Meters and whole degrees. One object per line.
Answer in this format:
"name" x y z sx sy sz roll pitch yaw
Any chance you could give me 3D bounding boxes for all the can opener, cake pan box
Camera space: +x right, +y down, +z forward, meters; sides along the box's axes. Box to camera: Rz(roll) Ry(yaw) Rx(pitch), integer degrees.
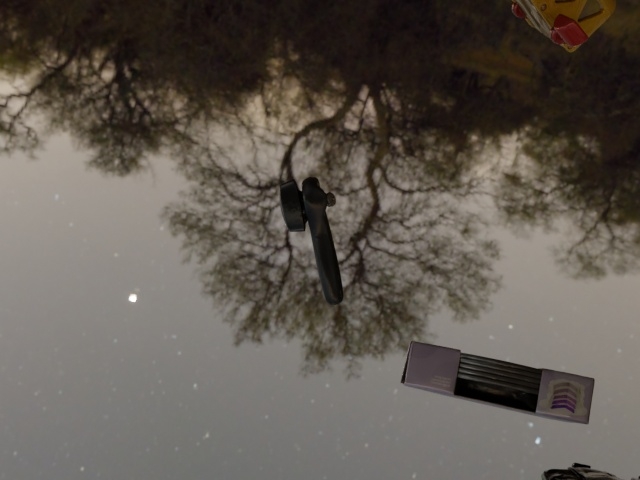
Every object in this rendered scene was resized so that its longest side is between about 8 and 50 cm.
"can opener" 0.000 0.000 1.074 0.073 0.186 0.059 -17 -179 17
"cake pan box" 0.244 0.205 1.106 0.246 0.070 0.267 9 171 11

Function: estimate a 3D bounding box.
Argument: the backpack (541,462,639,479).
"backpack" 0.378 0.386 0.948 0.225 0.191 0.253 11 169 9

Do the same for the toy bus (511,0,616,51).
"toy bus" 0.265 -0.322 0.905 0.191 0.104 0.202 46 -168 2
